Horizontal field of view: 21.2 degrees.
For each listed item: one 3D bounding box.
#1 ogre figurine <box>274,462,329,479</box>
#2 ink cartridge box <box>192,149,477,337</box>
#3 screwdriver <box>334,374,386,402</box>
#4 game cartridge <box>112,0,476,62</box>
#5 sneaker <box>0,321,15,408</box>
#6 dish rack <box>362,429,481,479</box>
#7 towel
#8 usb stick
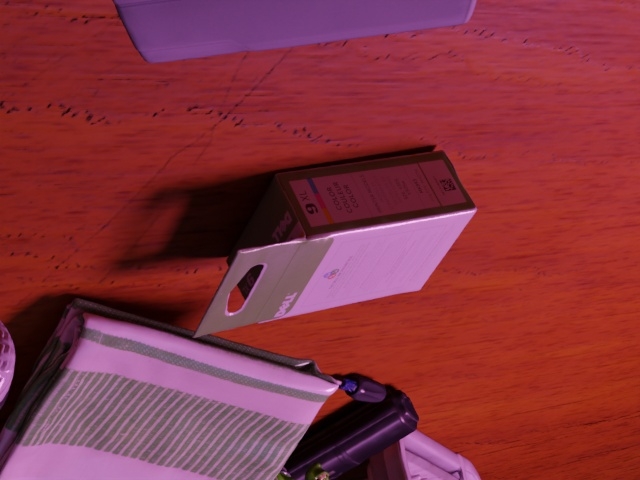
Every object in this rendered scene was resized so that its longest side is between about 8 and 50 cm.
[{"bbox_3d":[-0.048,0.216,1.546,0.097,0.118,0.197,-18,154,-22],"label":"ogre figurine"},{"bbox_3d":[0.000,0.000,1.251,0.209,0.062,0.109,-11,150,-33],"label":"ink cartridge box"},{"bbox_3d":[0.011,0.131,1.559,0.024,0.025,0.170,-39,154,21],"label":"screwdriver"},{"bbox_3d":[-0.025,-0.188,0.749,0.196,0.060,0.294,-10,146,9],"label":"game cartridge"},{"bbox_3d":[-0.363,0.173,1.064,0.366,0.137,0.210,-18,135,-30],"label":"sneaker"},{"bbox_3d":[0.134,0.358,1.832,0.072,0.285,0.333,-19,157,14],"label":"dish rack"},{"bbox_3d":[-0.157,0.203,1.323,0.248,0.038,0.325,17,115,-33],"label":"towel"},{"bbox_3d":[-0.027,0.232,1.688,0.278,0.045,0.077,-31,162,6],"label":"usb stick"}]
